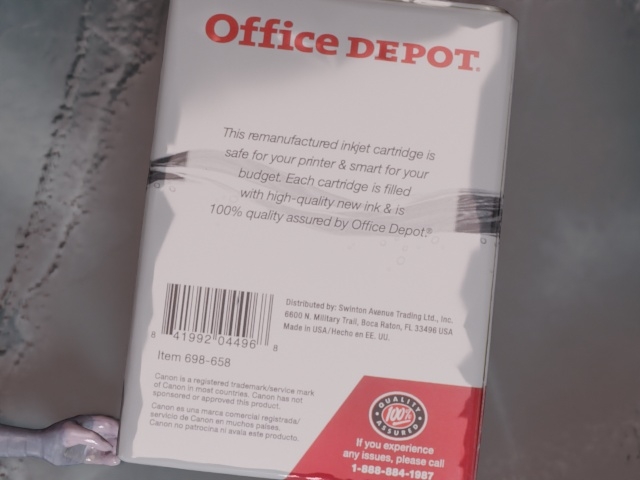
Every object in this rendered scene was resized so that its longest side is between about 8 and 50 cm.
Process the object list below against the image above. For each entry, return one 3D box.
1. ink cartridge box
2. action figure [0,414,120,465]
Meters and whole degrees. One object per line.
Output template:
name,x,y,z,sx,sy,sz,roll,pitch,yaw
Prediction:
ink cartridge box,0.000,0.000,0.971,0.197,0.114,0.273,7,85,0
action figure,-0.293,0.150,0.938,0.275,0.248,0.370,10,84,26
